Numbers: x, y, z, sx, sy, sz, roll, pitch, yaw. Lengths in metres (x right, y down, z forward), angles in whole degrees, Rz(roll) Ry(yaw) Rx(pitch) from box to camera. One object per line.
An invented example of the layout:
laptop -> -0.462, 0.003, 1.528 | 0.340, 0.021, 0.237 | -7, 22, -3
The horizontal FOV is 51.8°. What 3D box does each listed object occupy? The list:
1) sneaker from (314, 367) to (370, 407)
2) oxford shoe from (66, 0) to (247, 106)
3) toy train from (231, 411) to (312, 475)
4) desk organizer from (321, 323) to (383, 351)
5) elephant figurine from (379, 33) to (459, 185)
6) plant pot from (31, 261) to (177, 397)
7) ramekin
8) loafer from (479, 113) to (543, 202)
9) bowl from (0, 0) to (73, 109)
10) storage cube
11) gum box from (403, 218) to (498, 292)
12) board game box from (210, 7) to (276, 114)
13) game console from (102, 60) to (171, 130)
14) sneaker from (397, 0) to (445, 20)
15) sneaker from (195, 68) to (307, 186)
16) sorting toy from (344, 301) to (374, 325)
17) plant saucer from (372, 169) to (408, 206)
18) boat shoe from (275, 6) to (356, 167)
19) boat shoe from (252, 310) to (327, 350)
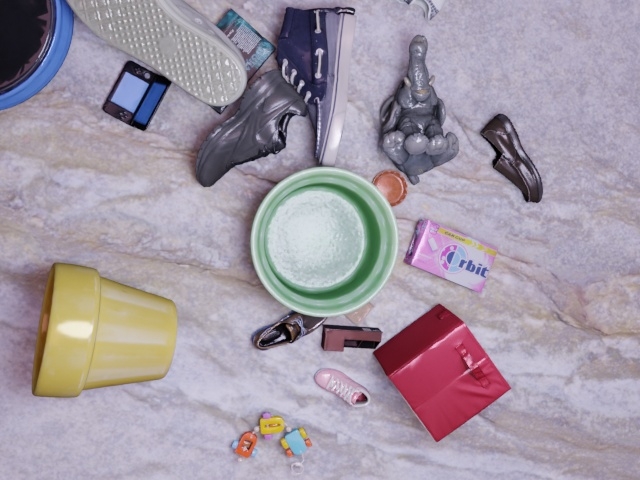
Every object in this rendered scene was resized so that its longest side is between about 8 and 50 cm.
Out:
sneaker -> 0.053, 0.326, 1.453 | 0.134, 0.070, 0.050 | 27, 91, -9
oxford shoe -> -0.329, -0.434, 1.288 | 0.449, 0.130, 0.169 | 38, 112, -13
toy train -> -0.104, 0.443, 1.448 | 0.167, 0.046, 0.125 | 23, 91, -7
desk organizer -> 0.068, 0.218, 1.462 | 0.130, 0.047, 0.050 | 5, 95, -9
elephant figurine -> 0.206, -0.275, 1.411 | 0.170, 0.186, 0.239 | 16, 60, -43
plant pot -> -0.419, 0.182, 1.293 | 0.239, 0.254, 0.253 | 9, 92, -26
ramekin -> 0.000, 0.000, 1.386 | 0.304, 0.148, 0.303 | -1, 93, -10
loafer -> 0.427, -0.175, 1.490 | 0.078, 0.080, 0.219 | -28, 92, 3
bowl -> -0.685, -0.445, 1.267 | 0.392, 0.077, 0.390 | -1, 98, -9
storage cube -> 0.253, 0.277, 1.415 | 0.193, 0.215, 0.183 | -36, 99, 0
gum box -> 0.287, 0.032, 1.478 | 0.189, 0.062, 0.107 | 22, 89, -10
board game box -> -0.200, -0.377, 1.393 | 0.126, 0.026, 0.186 | 40, 86, -10
game console -> -0.375, -0.297, 1.346 | 0.107, 0.071, 0.122 | 28, 88, -10
sneaker -> 0.171, -0.574, 1.418 | 0.235, 0.090, 0.094 | 31, 97, -8
sneaker -> -0.143, -0.205, 1.339 | 0.130, 0.109, 0.286 | 43, 107, 1
sorting toy -> 0.072, 0.143, 1.475 | 0.083, 0.012, 0.062 | 42, 91, -13
plant saucer -> 0.154, -0.116, 1.473 | 0.084, 0.013, 0.083 | -1, 94, -9
boat shoe -> -0.022, -0.327, 1.389 | 0.158, 0.127, 0.340 | 7, 84, -3
boat shoe -> -0.059, 0.192, 1.428 | 0.183, 0.066, 0.066 | -29, 98, -7
